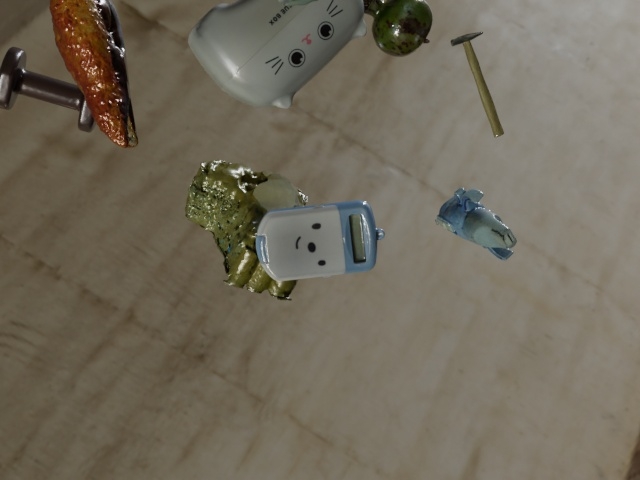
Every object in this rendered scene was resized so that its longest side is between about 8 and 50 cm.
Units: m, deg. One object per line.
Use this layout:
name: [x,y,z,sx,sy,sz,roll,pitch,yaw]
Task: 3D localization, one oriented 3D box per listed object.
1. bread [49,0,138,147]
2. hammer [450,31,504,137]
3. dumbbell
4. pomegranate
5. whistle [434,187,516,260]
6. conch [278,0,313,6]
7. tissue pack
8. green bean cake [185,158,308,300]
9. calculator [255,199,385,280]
bread: [-0.322,-0.255,1.225,0.139,0.095,0.268,-109,7,-88]
hammer: [0.302,-0.288,1.598,0.062,0.198,0.013,-21,4,-1]
dumbbell: [-0.591,-0.330,1.903,0.124,0.226,0.140,-98,27,-61]
pomegranate: [0.162,-0.477,1.878,0.148,0.169,0.148,-30,53,50]
whistle: [0.339,-0.041,1.883,0.093,0.180,0.269,-37,28,-10]
conch: [-0.007,-0.441,1.380,0.173,0.116,0.106,-30,66,54]
tissue pack: [-0.075,-0.415,1.704,0.333,0.236,0.229,-44,11,-4]
green bean cake: [-0.159,-0.044,1.928,0.202,0.285,0.310,-61,24,31]
calculator: [0.000,0.000,1.403,0.039,0.210,0.121,-95,-1,-76]
